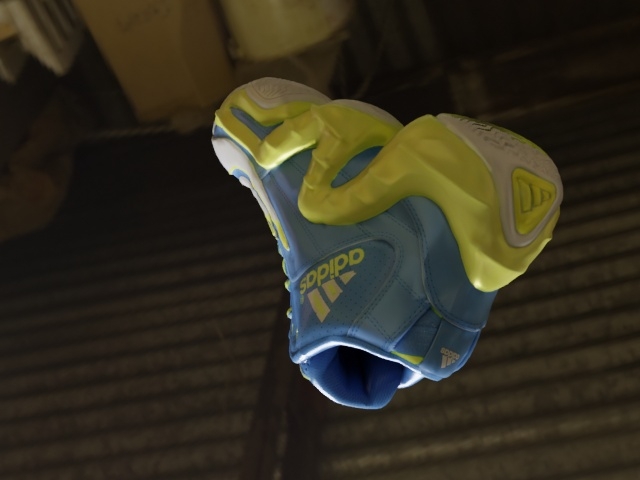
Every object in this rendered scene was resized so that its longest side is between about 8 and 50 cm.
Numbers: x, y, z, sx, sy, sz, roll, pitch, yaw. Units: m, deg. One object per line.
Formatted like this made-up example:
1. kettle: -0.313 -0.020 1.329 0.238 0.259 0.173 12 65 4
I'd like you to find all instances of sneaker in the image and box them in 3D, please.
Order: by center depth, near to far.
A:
1. sneaker: 0.000 0.000 0.571 0.240 0.091 0.126 14 -99 61
